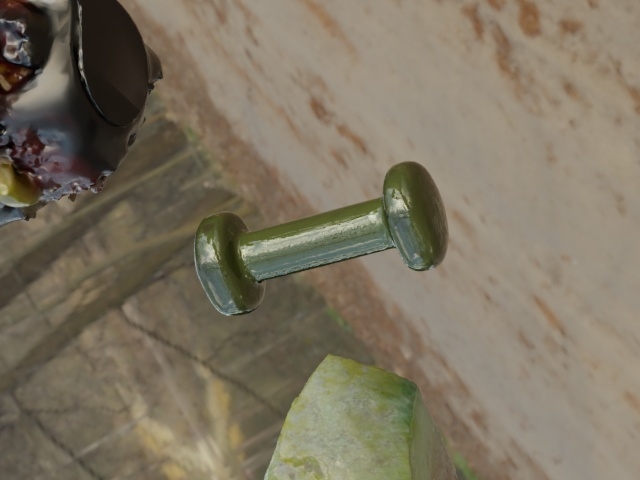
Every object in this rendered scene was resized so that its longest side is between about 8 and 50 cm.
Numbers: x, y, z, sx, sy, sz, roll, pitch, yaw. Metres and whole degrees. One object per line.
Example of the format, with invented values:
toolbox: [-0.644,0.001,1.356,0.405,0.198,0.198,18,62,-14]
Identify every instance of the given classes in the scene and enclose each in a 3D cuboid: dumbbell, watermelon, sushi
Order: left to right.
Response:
sushi: [-0.175,-0.086,0.726,0.150,0.172,0.153,-12,112,32]
dumbbell: [0.000,0.000,0.598,0.046,0.118,0.052,-75,-34,-54]
watermelon: [0.006,0.259,1.031,0.232,0.193,0.310,36,-129,-60]
